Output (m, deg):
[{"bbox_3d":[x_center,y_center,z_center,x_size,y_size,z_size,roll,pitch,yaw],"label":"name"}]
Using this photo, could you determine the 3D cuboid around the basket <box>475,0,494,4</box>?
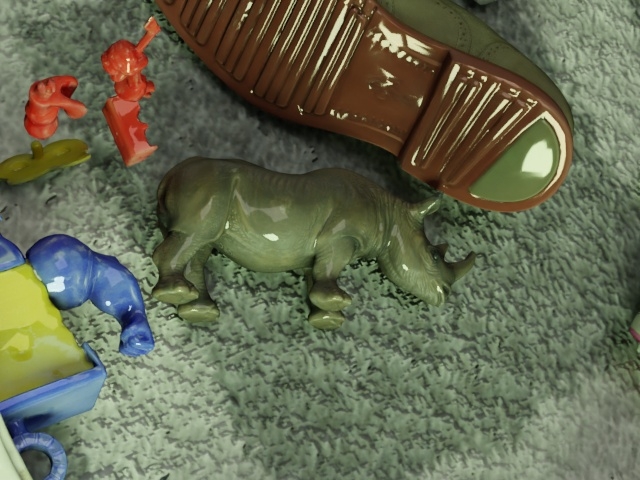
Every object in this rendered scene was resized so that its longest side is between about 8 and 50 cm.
[{"bbox_3d":[0.117,-0.425,1.016,0.328,0.331,0.266,34,56,-6],"label":"basket"}]

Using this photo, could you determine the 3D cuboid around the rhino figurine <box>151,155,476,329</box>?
[{"bbox_3d":[0.000,0.000,0.922,0.243,0.073,0.106,5,68,-23],"label":"rhino figurine"}]

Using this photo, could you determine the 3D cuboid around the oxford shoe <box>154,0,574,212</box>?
[{"bbox_3d":[0.026,-0.144,0.997,0.348,0.123,0.130,34,28,0],"label":"oxford shoe"}]

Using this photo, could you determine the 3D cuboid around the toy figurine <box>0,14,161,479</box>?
[{"bbox_3d":[-0.212,0.047,0.750,0.362,0.191,0.217,-21,82,-28],"label":"toy figurine"}]

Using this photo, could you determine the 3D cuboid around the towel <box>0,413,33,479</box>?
[{"bbox_3d":[-0.238,0.178,0.666,0.248,0.038,0.325,-33,115,-32],"label":"towel"}]

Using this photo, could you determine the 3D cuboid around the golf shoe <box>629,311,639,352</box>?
[{"bbox_3d":[0.379,0.075,0.965,0.306,0.115,0.140,21,88,8],"label":"golf shoe"}]
